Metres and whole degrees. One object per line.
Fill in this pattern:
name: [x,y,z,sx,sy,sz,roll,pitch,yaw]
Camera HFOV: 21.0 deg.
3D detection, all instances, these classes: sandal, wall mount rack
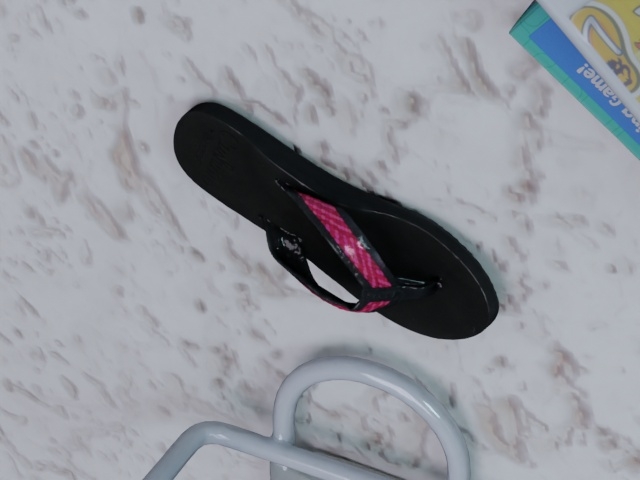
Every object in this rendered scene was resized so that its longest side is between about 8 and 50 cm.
sandal: [0.000,0.000,0.817,0.179,0.040,0.067,31,136,8]
wall mount rack: [0.048,0.240,0.918,0.304,0.130,0.350,17,133,22]

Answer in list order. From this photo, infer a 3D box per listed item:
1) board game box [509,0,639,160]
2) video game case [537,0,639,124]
board game box: [0.191,-0.086,0.612,0.160,0.047,0.210,43,137,-3]
video game case: [0.204,-0.062,0.567,0.227,0.026,0.206,48,134,-9]
